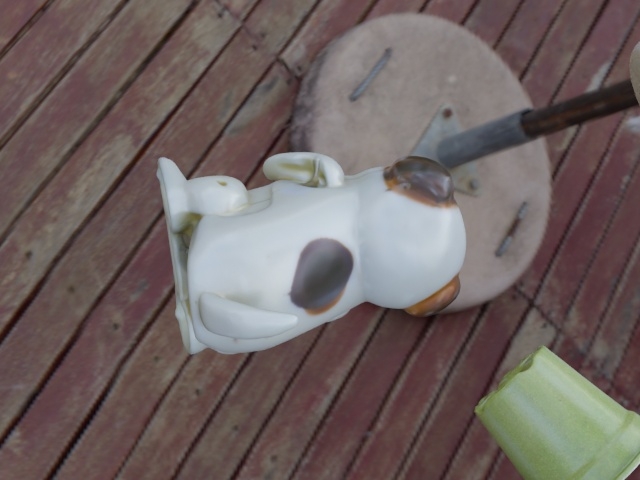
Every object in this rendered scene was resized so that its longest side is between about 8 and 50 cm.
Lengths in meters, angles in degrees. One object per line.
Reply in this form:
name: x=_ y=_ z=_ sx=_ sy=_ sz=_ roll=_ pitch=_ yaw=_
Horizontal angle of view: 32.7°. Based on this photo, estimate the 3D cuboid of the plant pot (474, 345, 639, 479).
plant pot: x=0.431 y=0.343 z=2.001 sx=0.254 sy=0.276 sz=0.276 roll=46 pitch=56 yaw=8

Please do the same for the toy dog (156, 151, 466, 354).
toy dog: x=0.000 y=0.000 z=1.523 sx=0.408 sy=0.395 sz=0.284 roll=-10 pitch=100 yaw=-13

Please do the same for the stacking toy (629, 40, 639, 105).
stacking toy: x=0.500 y=-0.215 z=1.138 sx=0.330 sy=0.141 sz=0.141 roll=-27 pitch=95 yaw=-2
